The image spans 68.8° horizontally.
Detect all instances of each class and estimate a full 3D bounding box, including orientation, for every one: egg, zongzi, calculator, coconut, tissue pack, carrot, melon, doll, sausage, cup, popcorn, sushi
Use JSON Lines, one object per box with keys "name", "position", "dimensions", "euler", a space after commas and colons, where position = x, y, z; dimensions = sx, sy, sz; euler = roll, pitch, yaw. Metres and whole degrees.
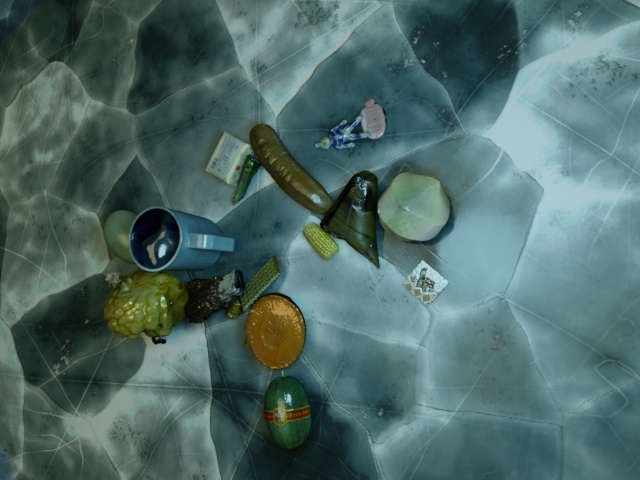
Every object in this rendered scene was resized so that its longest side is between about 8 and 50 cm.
{"name": "egg", "position": [-0.871, -0.016, 2.135], "dimensions": [0.203, 0.203, 0.282], "euler": [-41, 75, 13]}
{"name": "zongzi", "position": [0.178, -0.072, 1.741], "dimensions": [0.300, 0.138, 0.286], "euler": [47, 128, 14]}
{"name": "calculator", "position": [0.208, -0.481, 1.847], "dimensions": [0.103, 0.024, 0.165], "euler": [-14, 82, 20]}
{"name": "coconut", "position": [0.334, -0.127, 1.661], "dimensions": [0.260, 0.259, 0.258], "euler": [-2, 85, 21]}
{"name": "tissue pack", "position": [-0.387, -0.354, 2.034], "dimensions": [0.148, 0.092, 0.196], "euler": [31, 98, 22]}
{"name": "carrot", "position": [-0.179, 0.362, 1.865], "dimensions": [0.259, 0.100, 0.306], "euler": [-3, 88, 12]}
{"name": "melon", "position": [-0.127, 0.646, 1.797], "dimensions": [0.183, 0.182, 0.287], "euler": [-16, 78, 20]}
{"name": "doll", "position": [0.081, -0.412, 1.867], "dimensions": [0.228, 0.057, 0.113], "euler": [-22, 87, 23]}
{"name": "sausage", "position": [-0.136, -0.285, 1.915], "dimensions": [0.136, 0.123, 0.500], "euler": [-36, 72, -10]}
{"name": "cup", "position": [-0.564, -0.012, 1.956], "dimensions": [0.331, 0.311, 0.256], "euler": [-28, 76, 16]}
{"name": "popcorn", "position": [-0.741, 0.301, 2.011], "dimensions": [0.349, 0.349, 0.381], "euler": [15, 126, 22]}
{"name": "sushi", "position": [0.386, 0.158, 1.721], "dimensions": [0.126, 0.026, 0.120], "euler": [42, 98, 15]}

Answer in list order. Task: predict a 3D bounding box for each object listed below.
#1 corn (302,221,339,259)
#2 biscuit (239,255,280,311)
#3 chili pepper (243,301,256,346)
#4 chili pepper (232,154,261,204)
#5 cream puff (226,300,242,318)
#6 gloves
{"name": "corn", "position": [0.000, 0.000, 1.865], "dimensions": [0.085, 0.063, 0.165], "euler": [-49, 69, 21]}
{"name": "biscuit", "position": [-0.255, 0.177, 1.935], "dimensions": [0.231, 0.016, 0.139], "euler": [-45, 34, 12]}
{"name": "chili pepper", "position": [-0.281, 0.347, 1.952], "dimensions": [0.050, 0.052, 0.201], "euler": [10, 87, -7]}
{"name": "chili pepper", "position": [-0.327, -0.253, 2.008], "dimensions": [0.059, 0.088, 0.226], "euler": [35, 101, 35]}
{"name": "cream puff", "position": [-0.363, 0.294, 1.990], "dimensions": [0.058, 0.083, 0.083], "euler": [30, 84, -23]}
{"name": "gloves", "position": [-0.458, 0.229, 1.971], "dimensions": [0.312, 0.135, 0.210], "euler": [-37, 43, 9]}
